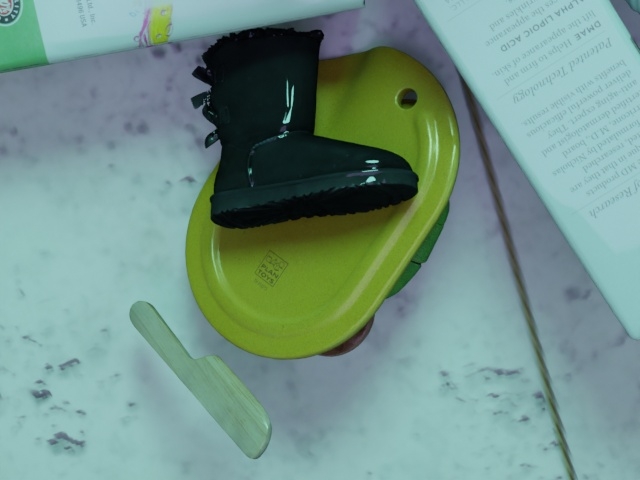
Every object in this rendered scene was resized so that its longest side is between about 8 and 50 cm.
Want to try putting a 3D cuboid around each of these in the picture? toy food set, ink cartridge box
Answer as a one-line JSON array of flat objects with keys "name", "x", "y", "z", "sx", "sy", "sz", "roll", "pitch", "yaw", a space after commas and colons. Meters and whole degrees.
[{"name": "toy food set", "x": 0.000, "y": 0.000, "z": 0.878, "sx": 0.128, "sy": 0.071, "sz": 0.218, "roll": 37, "pitch": 96, "yaw": 27}, {"name": "ink cartridge box", "x": -0.089, "y": -0.179, "z": 0.822, "sx": 0.212, "sy": 0.093, "sz": 0.154, "roll": -10, "pitch": 103, "yaw": 5}]

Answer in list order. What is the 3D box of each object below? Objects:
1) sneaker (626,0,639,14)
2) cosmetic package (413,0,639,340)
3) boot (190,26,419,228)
[{"name": "sneaker", "x": 0.239, "y": -0.153, "z": 0.755, "sx": 0.153, "sy": 0.268, "sz": 0.101, "roll": -13, "pitch": 113, "yaw": -17}, {"name": "cosmetic package", "x": 0.128, "y": -0.075, "z": 0.829, "sx": 0.085, "sy": 0.117, "sz": 0.231, "roll": -34, "pitch": 101, "yaw": 10}, {"name": "boot", "x": -0.009, "y": -0.062, "z": 0.832, "sx": 0.121, "sy": 0.045, "sz": 0.099, "roll": -8, "pitch": 72, "yaw": 24}]
